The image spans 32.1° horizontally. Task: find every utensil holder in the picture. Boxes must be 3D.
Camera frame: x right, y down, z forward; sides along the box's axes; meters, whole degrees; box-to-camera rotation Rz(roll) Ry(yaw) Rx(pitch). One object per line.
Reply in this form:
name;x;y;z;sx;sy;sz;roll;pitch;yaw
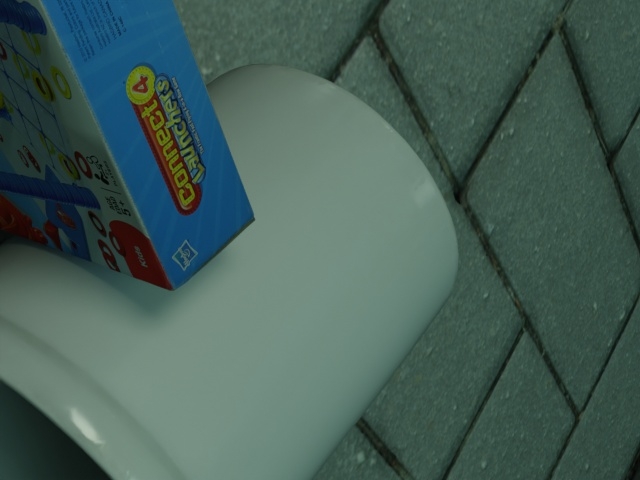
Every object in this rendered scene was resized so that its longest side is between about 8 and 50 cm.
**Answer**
utensil holder;-0.108;0.075;0.929;0.385;0.327;0.327;-47;135;-34

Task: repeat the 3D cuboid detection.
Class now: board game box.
board game box;-0.219;-0.138;0.727;0.086;0.302;0.308;-46;133;-32
